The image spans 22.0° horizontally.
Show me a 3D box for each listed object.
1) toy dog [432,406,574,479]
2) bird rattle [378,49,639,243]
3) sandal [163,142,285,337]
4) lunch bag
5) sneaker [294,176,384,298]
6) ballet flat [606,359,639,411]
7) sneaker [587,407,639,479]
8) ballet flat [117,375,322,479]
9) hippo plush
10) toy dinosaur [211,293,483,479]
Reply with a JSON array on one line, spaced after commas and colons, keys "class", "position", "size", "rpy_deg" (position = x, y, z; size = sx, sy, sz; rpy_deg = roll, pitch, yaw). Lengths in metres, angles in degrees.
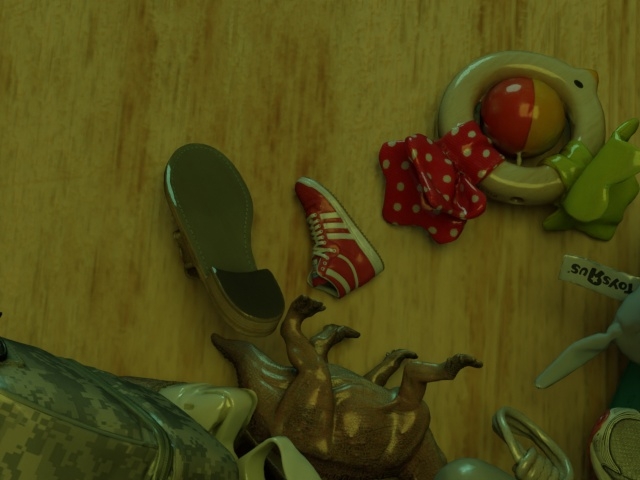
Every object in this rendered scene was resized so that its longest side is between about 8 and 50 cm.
[{"class": "toy dog", "position": [0.213, 0.319, 1.418], "size": [0.334, 0.220, 0.161], "rpy_deg": [40, 109, 4]}, {"class": "bird rattle", "position": [0.185, -0.088, 1.598], "size": [0.253, 0.143, 0.207], "rpy_deg": [4, 61, 6]}, {"class": "sandal", "position": [-0.102, 0.015, 1.519], "size": [0.088, 0.079, 0.240], "rpy_deg": [5, 40, -29]}, {"class": "lunch bag", "position": [-0.247, 0.228, 1.288], "size": [0.212, 0.256, 0.305], "rpy_deg": [33, 96, 45]}, {"class": "sneaker", "position": [0.000, 0.000, 1.559], "size": [0.067, 0.042, 0.118], "rpy_deg": [-38, 85, -20]}, {"class": "ballet flat", "position": [0.361, 0.092, 1.563], "size": [0.124, 0.116, 0.342], "rpy_deg": [26, 71, -22]}, {"class": "sneaker", "position": [0.332, 0.218, 1.429], "size": [0.225, 0.093, 0.088], "rpy_deg": [36, 71, -5]}, {"class": "ballet flat", "position": [-0.070, 0.191, 1.411], "size": [0.316, 0.106, 0.107], "rpy_deg": [42, 28, 28]}, {"class": "hippo plush", "position": [0.346, 0.023, 1.390], "size": [0.294, 0.236, 0.234], "rpy_deg": [11, 76, 11]}, {"class": "toy dinosaur", "position": [0.020, 0.175, 1.475], "size": [0.296, 0.127, 0.200], "rpy_deg": [21, 79, 4]}]
